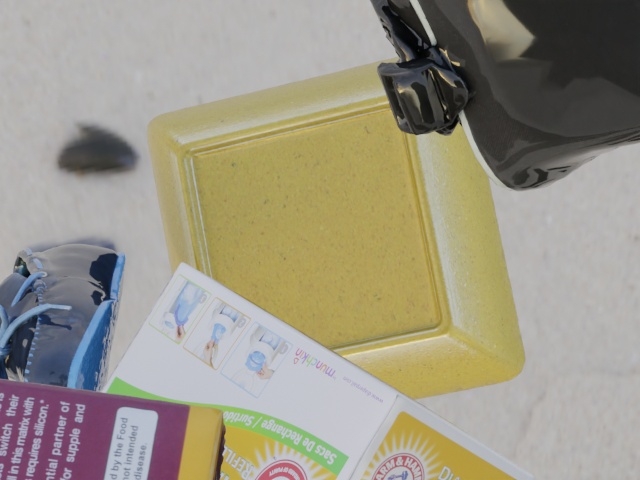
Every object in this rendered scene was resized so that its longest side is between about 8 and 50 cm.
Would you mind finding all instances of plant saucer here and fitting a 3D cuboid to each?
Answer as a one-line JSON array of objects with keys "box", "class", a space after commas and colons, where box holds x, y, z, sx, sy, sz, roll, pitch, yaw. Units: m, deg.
[{"box": [0.000, 0.000, 1.679, 0.332, 0.081, 0.333, -13, 82, 14], "class": "plant saucer"}]

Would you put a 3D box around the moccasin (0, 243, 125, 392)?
[{"box": [-0.237, 0.089, 1.498, 0.117, 0.138, 0.342, 9, 10, -5], "class": "moccasin"}]

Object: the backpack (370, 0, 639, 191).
[{"box": [0.092, -0.167, 0.646, 0.191, 0.225, 0.253, -22, 22, 12], "class": "backpack"}]

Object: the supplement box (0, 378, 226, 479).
[{"box": [-0.129, 0.100, 0.530, 0.188, 0.081, 0.104, 8, 57, -1], "class": "supplement box"}]

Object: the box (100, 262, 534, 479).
[{"box": [-0.010, 0.106, 0.889, 0.203, 0.114, 0.103, 28, 85, 50], "class": "box"}]
